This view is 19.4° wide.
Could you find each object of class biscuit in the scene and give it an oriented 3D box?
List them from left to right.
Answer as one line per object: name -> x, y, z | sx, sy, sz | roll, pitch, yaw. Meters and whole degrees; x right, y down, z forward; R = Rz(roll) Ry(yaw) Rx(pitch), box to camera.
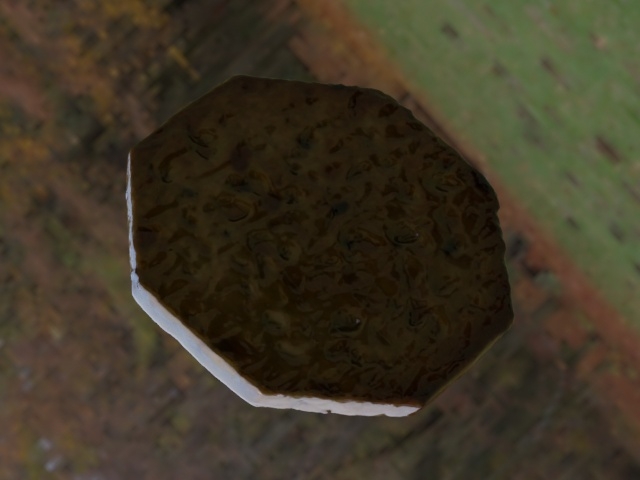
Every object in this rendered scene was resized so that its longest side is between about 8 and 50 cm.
biscuit -> 0.000, 0.001, 1.605 | 0.359, 0.359, 0.046 | 48, 147, 17
